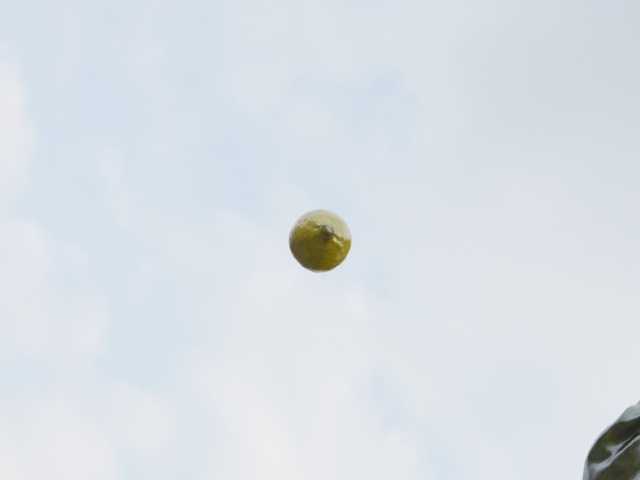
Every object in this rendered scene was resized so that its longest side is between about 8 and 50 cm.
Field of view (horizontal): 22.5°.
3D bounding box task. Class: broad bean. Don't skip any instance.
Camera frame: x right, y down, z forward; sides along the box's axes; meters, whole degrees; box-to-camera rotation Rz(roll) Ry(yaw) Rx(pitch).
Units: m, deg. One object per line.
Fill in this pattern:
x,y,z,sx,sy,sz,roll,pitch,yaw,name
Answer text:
0.312,0.182,1.442,0.072,0.153,0.206,19,-49,-17,broad bean

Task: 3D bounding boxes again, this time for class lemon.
0.000,0.000,1.573,0.062,0.062,0.083,41,-14,2,lemon
